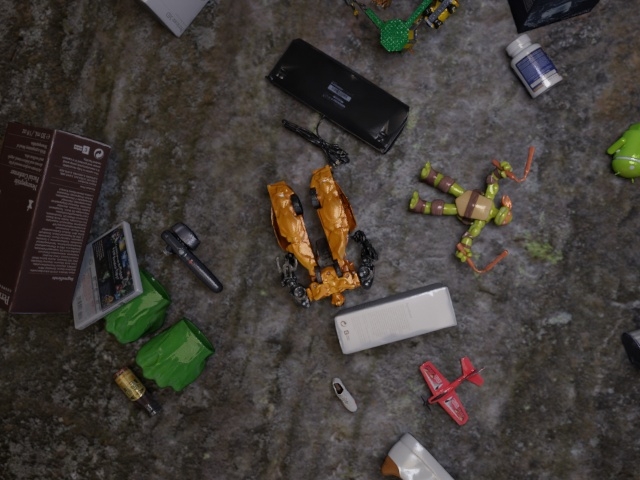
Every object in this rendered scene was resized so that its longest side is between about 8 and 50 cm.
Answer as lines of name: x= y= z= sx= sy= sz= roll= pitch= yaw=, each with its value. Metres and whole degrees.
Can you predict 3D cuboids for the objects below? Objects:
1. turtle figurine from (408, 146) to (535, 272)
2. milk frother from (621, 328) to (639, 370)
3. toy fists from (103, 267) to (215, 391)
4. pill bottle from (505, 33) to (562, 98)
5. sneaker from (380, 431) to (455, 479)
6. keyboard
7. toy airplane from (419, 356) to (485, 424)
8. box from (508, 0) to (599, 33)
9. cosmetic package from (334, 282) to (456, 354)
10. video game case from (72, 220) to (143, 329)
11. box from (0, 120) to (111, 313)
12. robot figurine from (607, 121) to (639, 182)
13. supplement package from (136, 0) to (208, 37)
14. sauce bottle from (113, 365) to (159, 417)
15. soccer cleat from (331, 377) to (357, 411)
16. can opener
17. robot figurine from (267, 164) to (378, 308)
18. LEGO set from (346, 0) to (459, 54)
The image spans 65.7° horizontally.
turtle figurine: x=0.307 y=-0.087 z=1.019 sx=0.218 sy=0.087 sz=0.269 roll=23 pitch=100 yaw=14
milk frother: x=0.670 y=0.164 z=0.979 sx=0.135 sy=0.143 sz=0.129 roll=-20 pitch=131 yaw=7
toy fists: x=-0.363 y=0.200 z=1.088 sx=0.142 sy=0.096 sz=0.279 roll=-42 pitch=83 yaw=-5
pill bottle: x=0.435 y=-0.359 z=1.018 sx=0.067 sy=0.067 sz=0.120 roll=-32 pitch=86 yaw=5
sneaker: x=0.242 y=0.539 z=1.001 sx=0.123 sy=0.106 sz=0.290 roll=-43 pitch=74 yaw=-12
keyboard: x=0.019 y=-0.286 z=1.083 sx=0.317 sy=0.033 sz=0.201 roll=35 pitch=86 yaw=7
toy airplane: x=0.278 y=0.304 z=1.045 sx=0.152 sy=0.028 sz=0.151 roll=0 pitch=90 yaw=5
box: x=0.472 y=-0.503 z=0.970 sx=0.156 sy=0.158 sz=0.093 roll=-15 pitch=87 yaw=6
cosmetic package: x=0.152 y=0.158 z=1.018 sx=0.231 sy=0.117 sz=0.085 roll=-15 pitch=88 yaw=7
video game case: x=-0.477 y=0.075 z=1.089 sx=0.173 sy=0.022 sz=0.190 roll=-30 pitch=59 yaw=11
box: x=-0.607 y=-0.050 z=1.068 sx=0.191 sy=0.143 sz=0.380 roll=14 pitch=92 yaw=31
robot figurine: x=0.630 y=-0.177 z=0.993 sx=0.101 sy=0.067 sz=0.115 roll=21 pitch=92 yaw=-6
supplement package: x=-0.304 y=-0.626 z=1.050 sx=0.175 sy=0.177 sz=0.293 roll=41 pitch=94 yaw=5
sauce bottle: x=-0.412 y=0.342 z=1.115 sx=0.042 sy=0.042 sz=0.128 roll=-44 pitch=86 yaw=4
soccer cleat: x=0.050 y=0.334 z=1.066 sx=0.029 sy=0.035 sz=0.083 roll=-32 pitch=86 yaw=5
can opener: x=-0.282 y=0.045 z=1.096 sx=0.073 sy=0.059 sz=0.186 roll=-40 pitch=85 yaw=4
robot figurine: x=0.000 y=0.000 z=1.053 sx=0.211 sy=0.085 sz=0.290 roll=-18 pitch=87 yaw=6
LEGO set: x=0.163 y=-0.557 z=1.027 sx=0.331 sy=0.192 sz=0.255 roll=43 pitch=123 yaw=8
